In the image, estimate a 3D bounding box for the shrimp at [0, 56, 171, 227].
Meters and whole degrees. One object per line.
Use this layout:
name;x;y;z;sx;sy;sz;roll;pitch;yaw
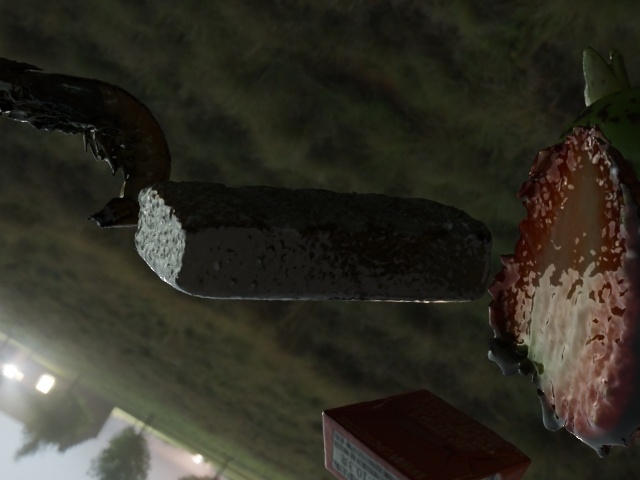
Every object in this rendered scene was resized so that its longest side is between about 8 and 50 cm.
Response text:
shrimp;-0.301;-0.117;1.162;0.054;0.222;0.290;-31;147;35

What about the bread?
bread;0.000;0.000;1.093;0.416;0.113;0.165;2;-166;-33

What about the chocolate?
chocolate;0.151;0.332;1.429;0.234;0.108;0.237;-3;-156;-42

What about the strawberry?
strawberry;0.282;0.042;0.905;0.233;0.137;0.306;-122;34;-46

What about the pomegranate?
pomegranate;0.377;-0.112;1.147;0.211;0.263;0.211;-11;151;-6
